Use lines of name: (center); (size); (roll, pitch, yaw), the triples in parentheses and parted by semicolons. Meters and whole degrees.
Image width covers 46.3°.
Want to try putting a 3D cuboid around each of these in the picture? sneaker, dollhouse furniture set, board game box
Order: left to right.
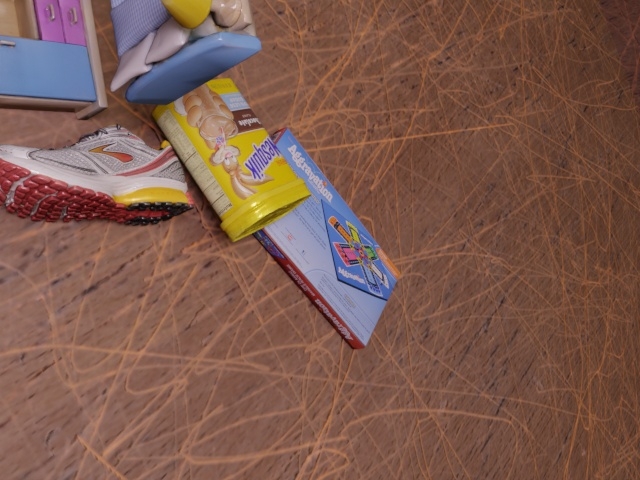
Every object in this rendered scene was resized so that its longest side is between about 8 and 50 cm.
dollhouse furniture set: (-0.226, -0.261, 0.630); (0.198, 0.303, 0.286); (-6, 84, -48)
sneaker: (-0.231, -0.069, 0.746); (0.225, 0.088, 0.092); (3, 70, -54)
board game box: (0.000, 0.000, 1.002); (0.281, 0.027, 0.145); (51, 49, -25)

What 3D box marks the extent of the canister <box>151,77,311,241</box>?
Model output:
canister: (-0.101, -0.096, 0.853); (0.170, 0.073, 0.126); (56, 32, 2)
